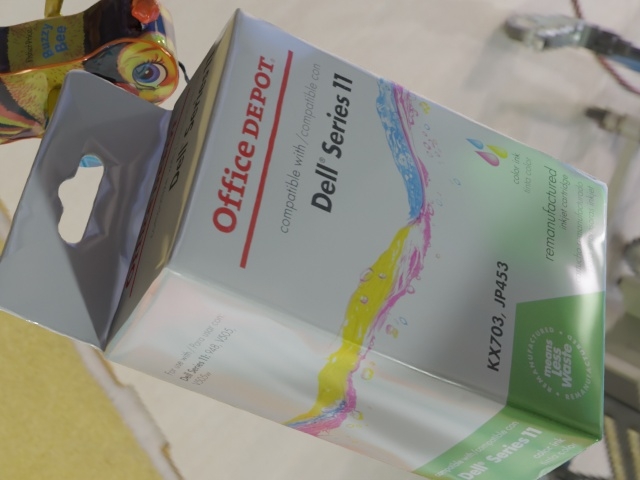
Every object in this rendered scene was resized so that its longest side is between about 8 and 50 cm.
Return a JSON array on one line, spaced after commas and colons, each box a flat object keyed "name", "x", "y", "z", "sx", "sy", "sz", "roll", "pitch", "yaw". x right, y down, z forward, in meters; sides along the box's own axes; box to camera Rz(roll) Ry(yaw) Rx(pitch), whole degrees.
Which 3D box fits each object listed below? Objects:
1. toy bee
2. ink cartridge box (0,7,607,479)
[{"name": "toy bee", "x": -0.177, "y": -0.150, "z": 0.988, "sx": 0.298, "sy": 0.195, "sz": 0.162, "roll": -22, "pitch": 151, "yaw": -22}, {"name": "ink cartridge box", "x": 0.000, "y": 0.000, "z": 0.775, "sx": 0.354, "sy": 0.119, "sz": 0.207, "roll": 22, "pitch": 52, "yaw": -17}]
